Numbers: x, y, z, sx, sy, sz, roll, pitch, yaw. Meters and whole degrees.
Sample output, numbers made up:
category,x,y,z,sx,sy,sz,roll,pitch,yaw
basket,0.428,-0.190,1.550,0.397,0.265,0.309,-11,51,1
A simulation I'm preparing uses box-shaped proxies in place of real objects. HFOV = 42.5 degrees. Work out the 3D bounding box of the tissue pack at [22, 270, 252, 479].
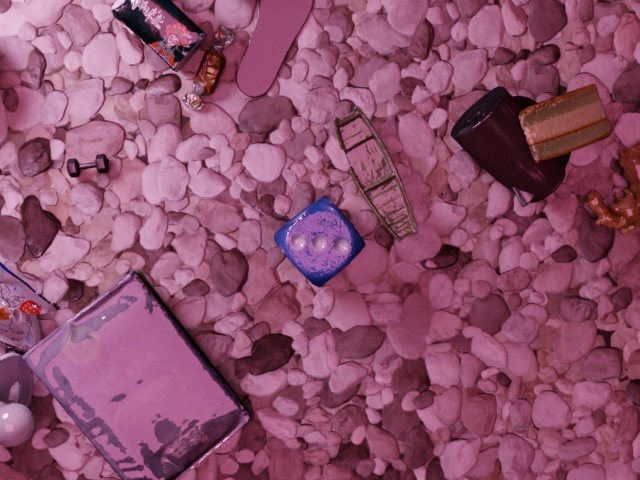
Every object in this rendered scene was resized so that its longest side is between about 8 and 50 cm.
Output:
category,x,y,z,sx,sy,sz,roll,pitch,yaw
tissue pack,-0.369,0.296,1.690,0.288,0.124,0.394,-37,97,-7

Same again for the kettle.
category,x,y,z,sx,sy,sz,roll,pitch,yaw
kettle,0.408,-0.200,1.704,0.232,0.144,0.202,44,62,-15

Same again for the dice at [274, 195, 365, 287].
category,x,y,z,sx,sy,sz,roll,pitch,yaw
dice,0.000,0.000,1.681,0.146,0.143,0.146,-41,94,2

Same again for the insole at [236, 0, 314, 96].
category,x,y,z,sx,sy,sz,roll,pitch,yaw
insole,-0.088,-0.450,1.690,0.111,0.007,0.328,22,95,-5

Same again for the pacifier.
category,x,y,z,sx,sy,sz,roll,pitch,yaw
pacifier,-0.650,0.341,1.595,0.225,0.287,0.238,16,88,31

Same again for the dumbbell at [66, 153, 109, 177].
category,x,y,z,sx,sy,sz,roll,pitch,yaw
dumbbell,-0.476,-0.152,1.682,0.083,0.036,0.040,-9,99,-3

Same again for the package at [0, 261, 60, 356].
category,x,y,z,sx,sy,sz,roll,pitch,yaw
package,-0.676,0.121,1.689,0.269,0.071,0.194,28,100,0

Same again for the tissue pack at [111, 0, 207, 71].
category,x,y,z,sx,sy,sz,roll,pitch,yaw
tissue pack,-0.319,-0.430,1.634,0.170,0.090,0.103,42,95,-7

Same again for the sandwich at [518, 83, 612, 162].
category,x,y,z,sx,sy,sz,roll,pitch,yaw
sandwich,0.478,-0.231,1.674,0.187,0.144,0.117,-21,92,-7

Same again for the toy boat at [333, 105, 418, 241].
category,x,y,z,sx,sy,sz,roll,pitch,yaw
toy boat,0.114,-0.135,1.717,0.093,0.055,0.293,-28,97,-1

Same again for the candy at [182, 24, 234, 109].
category,x,y,z,sx,sy,sz,roll,pitch,yaw
candy,-0.225,-0.349,1.672,0.053,0.046,0.182,24,96,-5

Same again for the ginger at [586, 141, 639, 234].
category,x,y,z,sx,sy,sz,roll,pitch,yaw
ginger,0.661,-0.110,1.762,0.193,0.052,0.176,-22,97,7
